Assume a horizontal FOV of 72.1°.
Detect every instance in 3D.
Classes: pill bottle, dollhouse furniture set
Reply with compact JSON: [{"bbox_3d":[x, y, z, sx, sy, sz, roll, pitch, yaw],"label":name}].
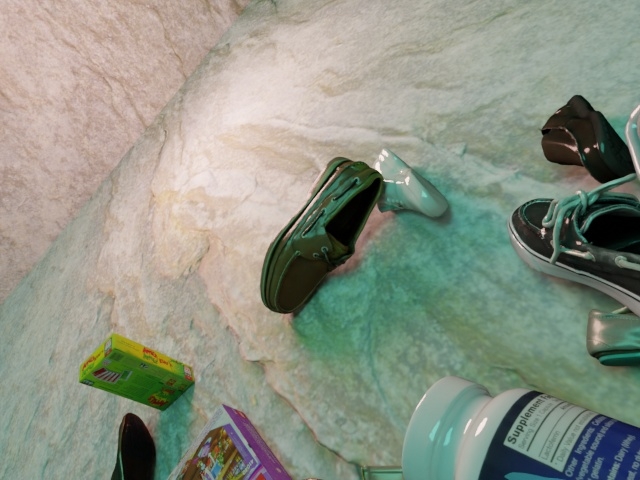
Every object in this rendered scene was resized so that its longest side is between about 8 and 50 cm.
[{"bbox_3d":[0.209,0.216,0.364,0.265,0.153,0.153,10,66,48],"label":"pill bottle"},{"bbox_3d":[0.044,0.323,0.535,0.152,0.058,0.076,-9,42,14],"label":"dollhouse furniture set"}]

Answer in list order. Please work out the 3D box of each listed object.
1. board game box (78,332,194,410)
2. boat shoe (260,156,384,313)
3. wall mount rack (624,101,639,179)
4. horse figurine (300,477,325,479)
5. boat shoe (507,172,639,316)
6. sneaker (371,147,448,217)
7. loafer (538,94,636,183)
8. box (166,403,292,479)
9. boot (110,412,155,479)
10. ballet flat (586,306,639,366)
[{"bbox_3d":[-0.339,0.251,0.827,0.092,0.181,0.043,-43,39,7],"label":"board game box"},{"bbox_3d":[0.000,0.000,0.755,0.104,0.111,0.307,30,95,46],"label":"boat shoe"},{"bbox_3d":[0.417,-0.130,0.294,0.304,0.351,0.130,112,171,-58],"label":"wall mount rack"},{"bbox_3d":[0.043,0.334,0.438,0.263,0.066,0.174,33,89,31],"label":"horse figurine"},{"bbox_3d":[0.292,-0.006,0.458,0.113,0.104,0.306,-29,23,6],"label":"boat shoe"},{"bbox_3d":[0.137,-0.078,0.754,0.094,0.080,0.212,-51,30,15],"label":"sneaker"},{"bbox_3d":[0.333,-0.119,0.564,0.078,0.080,0.220,-38,9,32],"label":"loafer"},{"bbox_3d":[-0.173,0.420,0.629,0.293,0.057,0.201,-54,38,-7],"label":"box"},{"bbox_3d":[-0.356,0.422,0.781,0.106,0.082,0.219,-41,41,5],"label":"boot"},{"bbox_3d":[0.361,0.079,0.398,0.213,0.072,0.068,-11,57,39],"label":"ballet flat"}]
